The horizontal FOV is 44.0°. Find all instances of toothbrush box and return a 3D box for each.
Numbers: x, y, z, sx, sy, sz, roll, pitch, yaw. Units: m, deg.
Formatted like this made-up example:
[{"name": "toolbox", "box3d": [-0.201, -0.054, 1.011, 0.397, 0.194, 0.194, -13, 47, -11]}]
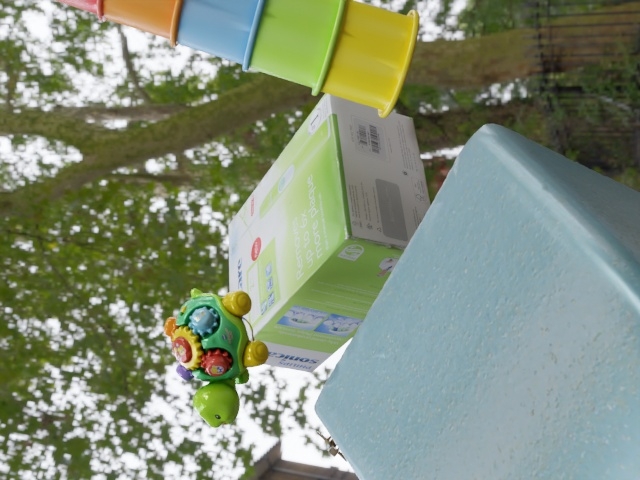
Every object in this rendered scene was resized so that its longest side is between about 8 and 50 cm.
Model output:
[{"name": "toothbrush box", "box3d": [0.000, 0.000, 0.936, 0.283, 0.122, 0.206, -48, 37, 46]}]

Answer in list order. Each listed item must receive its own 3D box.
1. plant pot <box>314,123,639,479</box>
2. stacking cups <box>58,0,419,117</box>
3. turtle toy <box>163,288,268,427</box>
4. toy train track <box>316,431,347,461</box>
[{"name": "plant pot", "box3d": [0.187, 0.116, 0.492, 0.248, 0.252, 0.247, 18, -69, -28]}, {"name": "stacking cups", "box3d": [-0.080, -0.191, 0.653, 0.096, 0.316, 0.096, -164, 90, -81]}, {"name": "turtle toy", "box3d": [-0.102, 0.108, 0.741, 0.066, 0.095, 0.130, -17, -91, -46]}, {"name": "toy train track", "box3d": [0.017, 0.232, 0.899, 0.014, 0.048, 0.083, -46, -6, -4]}]
